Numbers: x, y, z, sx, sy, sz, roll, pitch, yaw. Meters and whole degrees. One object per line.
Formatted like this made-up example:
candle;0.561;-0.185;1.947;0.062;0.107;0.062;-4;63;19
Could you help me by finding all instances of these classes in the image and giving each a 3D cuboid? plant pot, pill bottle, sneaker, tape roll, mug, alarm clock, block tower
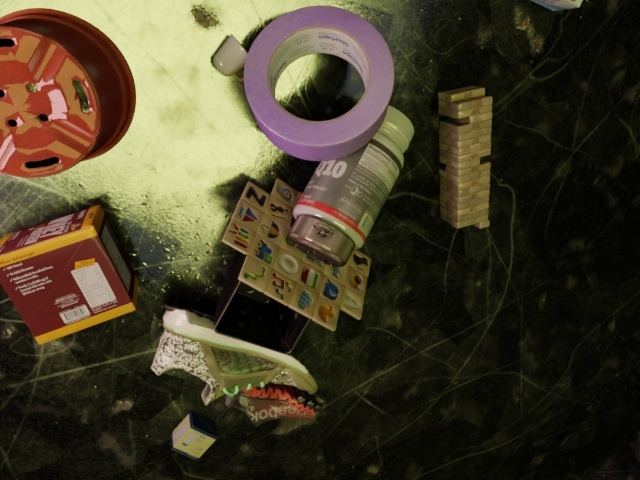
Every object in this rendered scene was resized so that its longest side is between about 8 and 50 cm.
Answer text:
plant pot;-0.125;0.114;1.058;0.187;0.167;0.188;24;101;-26
pill bottle;0.075;-0.138;0.991;0.161;0.161;0.283;34;77;-27
sneaker;-0.127;0.420;1.224;0.276;0.097;0.135;26;101;-24
tape roll;-0.002;-0.295;0.894;0.275;0.090;0.275;0;81;2
sneaker;-0.201;0.297;1.089;0.410;0.158;0.182;28;81;-16
mug;-0.168;-0.347;0.913;0.064;0.062;0.078;-39;110;8
plant pot;-0.444;-0.228;0.750;0.272;0.265;0.272;-7;114;-16
alarm clock;0.000;0.000;0.906;0.129;0.192;0.064;27;75;4
block tower;0.348;-0.190;1.139;0.097;0.091;0.335;-15;115;-12

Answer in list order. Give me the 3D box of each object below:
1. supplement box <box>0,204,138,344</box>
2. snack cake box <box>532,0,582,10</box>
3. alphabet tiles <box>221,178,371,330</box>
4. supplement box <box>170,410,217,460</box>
supplement box;-0.494;0.063;0.930;0.191;0.129;0.194;-20;117;-10
snack cake box;0.460;-0.614;1.003;0.264;0.089;0.152;9;108;-22
alphabet tiles;-0.035;0.022;1.003;0.342;0.285;0.011;32;137;-20
supplement box;-0.326;0.503;1.211;0.083;0.056;0.083;40;95;-28
